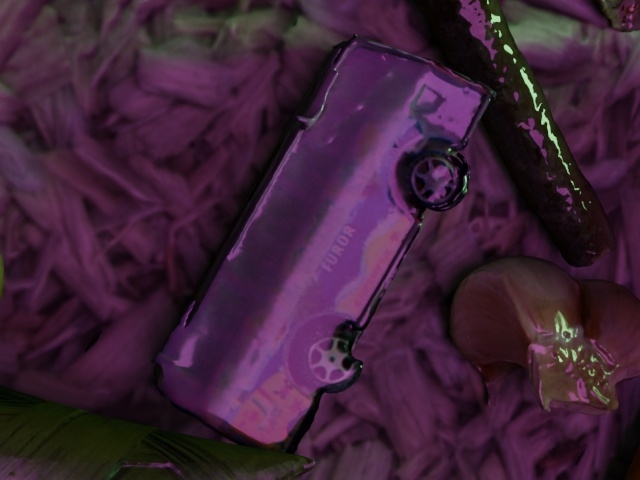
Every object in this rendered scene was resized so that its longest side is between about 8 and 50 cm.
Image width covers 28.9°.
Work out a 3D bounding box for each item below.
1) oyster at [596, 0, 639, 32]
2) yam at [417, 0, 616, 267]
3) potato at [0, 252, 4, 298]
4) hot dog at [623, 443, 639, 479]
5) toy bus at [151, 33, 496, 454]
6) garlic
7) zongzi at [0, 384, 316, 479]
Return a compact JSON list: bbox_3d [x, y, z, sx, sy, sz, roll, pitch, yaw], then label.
[{"bbox_3d":[0.234,-0.209,1.023,0.080,0.038,0.083,-12,132,6],"label":"oyster"},{"bbox_3d":[0.156,-0.100,0.986,0.061,0.061,0.274,-36,108,-13],"label":"yam"},{"bbox_3d":[-0.275,-0.001,0.828,0.107,0.080,0.171,-22,103,-29],"label":"potato"},{"bbox_3d":[0.321,0.221,1.069,0.135,0.100,0.337,26,87,-13],"label":"hot dog"},{"bbox_3d":[0.000,0.000,0.919,0.138,0.112,0.317,29,86,-11],"label":"toy bus"},{"bbox_3d":[0.191,0.078,1.009,0.174,0.099,0.124,8,81,-23],"label":"garlic"},{"bbox_3d":[-0.186,0.130,0.809,0.300,0.138,0.286,-27,116,4],"label":"zongzi"}]
